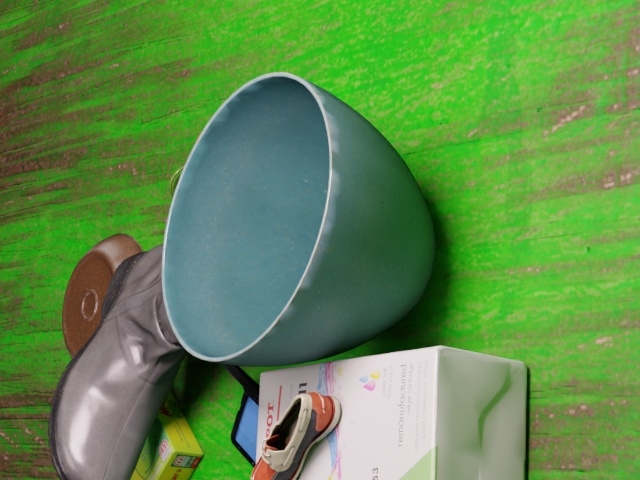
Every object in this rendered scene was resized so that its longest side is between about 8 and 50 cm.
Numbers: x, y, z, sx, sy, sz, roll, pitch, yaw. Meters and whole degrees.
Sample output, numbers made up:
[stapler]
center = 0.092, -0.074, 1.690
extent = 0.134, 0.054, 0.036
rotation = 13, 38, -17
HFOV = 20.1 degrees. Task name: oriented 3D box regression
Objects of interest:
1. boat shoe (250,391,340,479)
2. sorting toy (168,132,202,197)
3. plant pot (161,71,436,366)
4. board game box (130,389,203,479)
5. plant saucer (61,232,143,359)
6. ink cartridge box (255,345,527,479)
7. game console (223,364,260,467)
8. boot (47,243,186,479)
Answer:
[boat shoe]
center = -0.033, 0.194, 1.729
extent = 0.137, 0.043, 0.049
rotation = -52, 44, 33
[sorting toy]
center = -0.145, -0.091, 2.160
extent = 0.102, 0.061, 0.042
rotation = -49, 39, 1
[plant pot]
center = 0.000, 0.000, 1.803
extent = 0.290, 0.195, 0.290
rotation = -30, 52, 46
[board game box]
center = -0.207, 0.227, 2.172
extent = 0.092, 0.043, 0.181
rotation = -60, 39, 25
[plant saucer]
center = -0.285, 0.086, 2.328
extent = 0.198, 0.036, 0.199
rotation = -19, 66, 50
[ink cartridge box]
center = 0.039, 0.225, 1.761
extent = 0.353, 0.119, 0.207
rotation = -14, 69, 52
[game console]
center = -0.079, 0.198, 1.981
extent = 0.071, 0.107, 0.122
rotation = -46, 39, -4
[boot]
center = -0.184, 0.123, 2.043
extent = 0.222, 0.118, 0.338
rotation = -24, 46, 48
